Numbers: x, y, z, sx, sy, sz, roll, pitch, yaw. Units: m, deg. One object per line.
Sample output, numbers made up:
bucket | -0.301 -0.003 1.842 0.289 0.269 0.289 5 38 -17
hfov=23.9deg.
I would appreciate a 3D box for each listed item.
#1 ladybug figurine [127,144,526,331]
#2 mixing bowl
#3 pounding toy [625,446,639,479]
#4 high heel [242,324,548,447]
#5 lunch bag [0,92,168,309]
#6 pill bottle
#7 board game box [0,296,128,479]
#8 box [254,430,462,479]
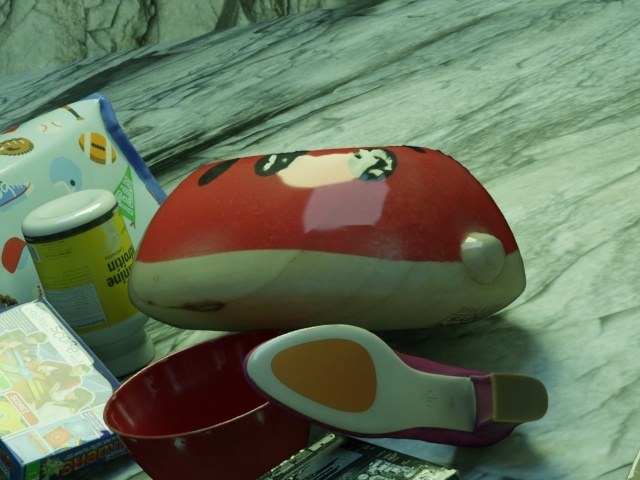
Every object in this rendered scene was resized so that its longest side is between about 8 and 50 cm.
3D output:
ladybug figurine | 0.000 0.000 1.411 0.305 0.162 0.449 -1 -1 -44
mixing bowl | -0.078 0.157 1.252 0.181 0.098 0.181 -16 19 6
pounding toy | 0.283 0.175 0.910 0.181 0.094 0.206 1 35 32
high heel | 0.045 0.117 1.158 0.244 0.082 0.117 4 -15 -21
lunch bag | -0.418 0.017 1.770 0.385 0.239 0.328 -23 11 41
pill bottle | -0.235 0.047 1.572 0.103 0.184 0.103 -15 19 5
board game box | -0.266 0.137 1.398 0.136 0.035 0.201 -17 44 -35
box | -0.004 0.219 1.043 0.180 0.077 0.147 -30 22 -32
